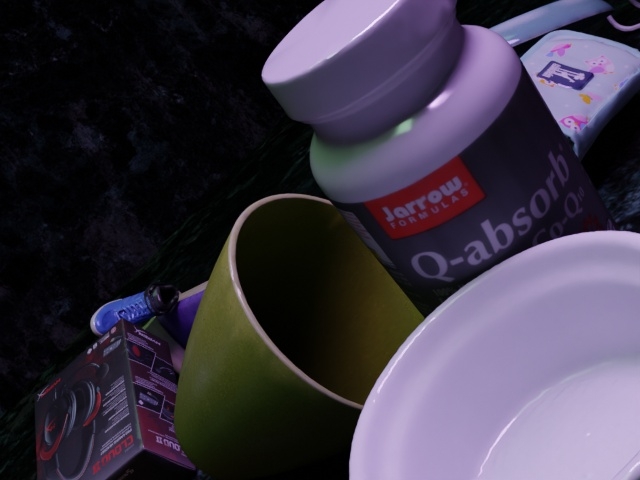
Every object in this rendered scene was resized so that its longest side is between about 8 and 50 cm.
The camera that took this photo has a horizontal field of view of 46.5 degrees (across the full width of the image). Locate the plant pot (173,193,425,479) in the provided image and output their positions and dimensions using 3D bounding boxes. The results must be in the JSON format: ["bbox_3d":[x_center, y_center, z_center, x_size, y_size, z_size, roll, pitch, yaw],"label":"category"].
[{"bbox_3d":[-0.047,0.145,0.847,0.293,0.274,0.275,-50,9,36],"label":"plant pot"}]

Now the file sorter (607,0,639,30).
[{"bbox_3d":[0.553,-0.489,1.166,0.278,0.173,0.193,-50,19,-24],"label":"file sorter"}]

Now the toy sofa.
[{"bbox_3d":[-0.157,0.148,1.230,0.362,0.150,0.177,-25,23,46],"label":"toy sofa"}]

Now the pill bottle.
[{"bbox_3d":[0.121,-0.063,0.695,0.210,0.363,0.210,-31,28,19],"label":"pill bottle"}]

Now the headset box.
[{"bbox_3d":[-0.319,0.301,1.133,0.218,0.110,0.293,-40,41,13],"label":"headset box"}]

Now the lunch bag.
[{"bbox_3d":[0.281,-0.166,1.000,0.223,0.160,0.262,-41,19,-32],"label":"lunch bag"}]

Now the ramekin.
[{"bbox_3d":[0.168,0.136,0.525,0.277,0.135,0.277,-39,18,15],"label":"ramekin"}]

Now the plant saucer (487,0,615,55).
[{"bbox_3d":[0.294,-0.309,1.168,0.317,0.044,0.317,-23,4,2],"label":"plant saucer"}]

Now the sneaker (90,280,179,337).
[{"bbox_3d":[-0.301,0.111,1.234,0.084,0.058,0.152,-28,-6,41],"label":"sneaker"}]
